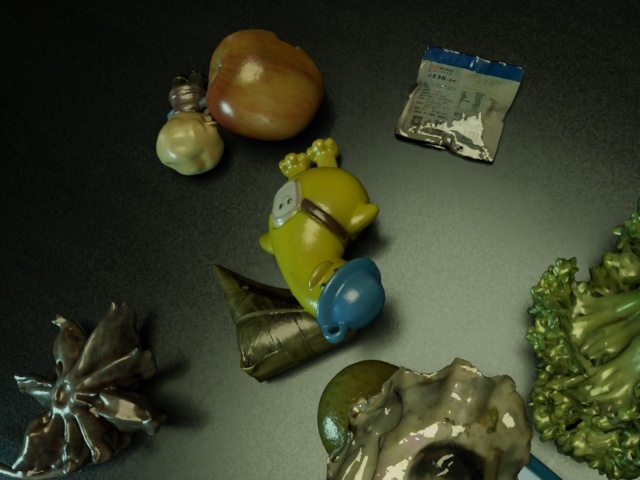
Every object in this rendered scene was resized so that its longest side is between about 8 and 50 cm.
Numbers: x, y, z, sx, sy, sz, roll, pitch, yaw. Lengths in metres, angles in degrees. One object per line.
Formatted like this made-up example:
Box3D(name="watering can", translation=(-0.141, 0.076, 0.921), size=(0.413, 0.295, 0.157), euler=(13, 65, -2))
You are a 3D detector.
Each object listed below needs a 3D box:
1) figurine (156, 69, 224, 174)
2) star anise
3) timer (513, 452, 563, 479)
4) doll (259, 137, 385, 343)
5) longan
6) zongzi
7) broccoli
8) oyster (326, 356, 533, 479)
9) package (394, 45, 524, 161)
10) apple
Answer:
Box3D(name="figurine", translation=(-0.228, -0.204, 1.199), size=(0.114, 0.108, 0.196), euler=(-9, 56, 0))
Box3D(name="star anise", translation=(-0.375, 0.248, 1.100), size=(0.359, 0.139, 0.316), euler=(13, 71, 31))
Box3D(name="timer", translation=(0.238, 0.448, 0.906), size=(0.340, 0.115, 0.309), euler=(39, 85, 19))
Box3D(name="doll", translation=(0.000, 0.000, 1.041), size=(0.199, 0.145, 0.363), euler=(-25, 46, 18))
Box3D(name="longan", translation=(0.076, 0.248, 0.972), size=(0.176, 0.145, 0.155), euler=(12, 96, 47))
Box3D(name="zongzi", translation=(-0.048, 0.090, 1.080), size=(0.204, 0.094, 0.204), euler=(-24, 65, 1))
Box3D(name="broccoli", translation=(0.427, 0.104, 0.882), size=(0.338, 0.317, 0.277), euler=(-10, 54, -34))
Box3D(name="oyster", translation=(0.115, 0.309, 0.854), size=(0.237, 0.115, 0.351), euler=(23, 90, 0))
Box3D(name="package", translation=(0.226, -0.226, 1.131), size=(0.171, 0.027, 0.173), euler=(19, 80, 20))
Box3D(name="apple", translation=(-0.089, -0.253, 1.133), size=(0.199, 0.199, 0.199), euler=(-3, 75, 12))
